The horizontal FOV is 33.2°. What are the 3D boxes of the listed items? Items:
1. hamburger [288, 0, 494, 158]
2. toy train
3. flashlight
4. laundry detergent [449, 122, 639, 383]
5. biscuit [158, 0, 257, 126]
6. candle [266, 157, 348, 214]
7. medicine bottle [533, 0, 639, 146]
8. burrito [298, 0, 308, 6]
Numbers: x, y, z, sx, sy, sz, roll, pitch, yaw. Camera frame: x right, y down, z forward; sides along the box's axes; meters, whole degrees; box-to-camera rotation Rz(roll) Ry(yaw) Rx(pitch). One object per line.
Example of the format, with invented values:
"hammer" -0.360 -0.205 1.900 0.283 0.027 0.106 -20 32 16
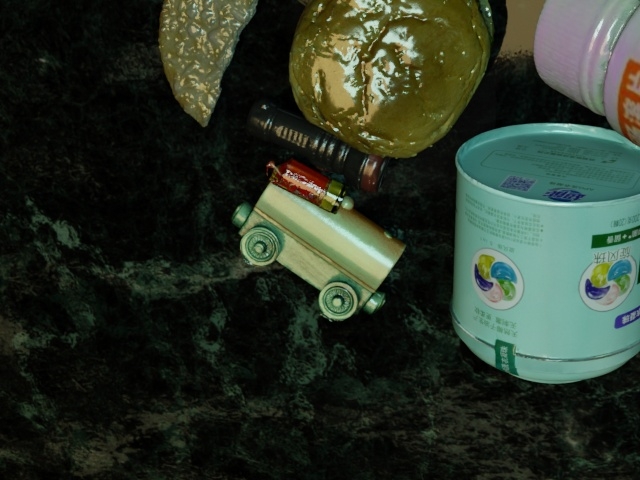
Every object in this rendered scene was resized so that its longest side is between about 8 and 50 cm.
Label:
"hamburger" 0.098 -0.262 1.480 0.265 0.134 0.285 27 105 -3
"toy train" 0.000 0.000 1.728 0.285 0.116 0.177 35 111 2
"flashlight" -0.005 -0.151 1.657 0.232 0.093 0.093 22 122 13
"laundry detergent" 0.326 0.025 1.502 0.287 0.287 0.305 7 118 18
"biscuit" -0.185 -0.328 1.664 0.141 0.038 0.289 29 121 6
"candle" -0.024 -0.089 1.658 0.131 0.052 0.052 26 123 -1
"medicine bottle" 0.449 -0.189 1.235 0.388 0.219 0.219 39 130 38
"burrito" 0.040 -0.311 1.572 0.229 0.063 0.058 51 160 -11
